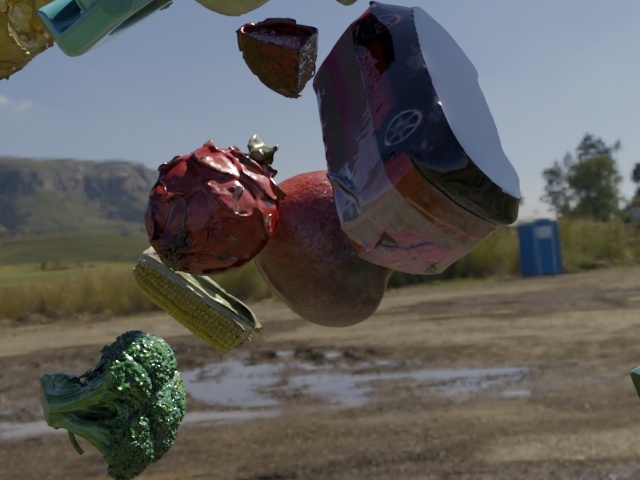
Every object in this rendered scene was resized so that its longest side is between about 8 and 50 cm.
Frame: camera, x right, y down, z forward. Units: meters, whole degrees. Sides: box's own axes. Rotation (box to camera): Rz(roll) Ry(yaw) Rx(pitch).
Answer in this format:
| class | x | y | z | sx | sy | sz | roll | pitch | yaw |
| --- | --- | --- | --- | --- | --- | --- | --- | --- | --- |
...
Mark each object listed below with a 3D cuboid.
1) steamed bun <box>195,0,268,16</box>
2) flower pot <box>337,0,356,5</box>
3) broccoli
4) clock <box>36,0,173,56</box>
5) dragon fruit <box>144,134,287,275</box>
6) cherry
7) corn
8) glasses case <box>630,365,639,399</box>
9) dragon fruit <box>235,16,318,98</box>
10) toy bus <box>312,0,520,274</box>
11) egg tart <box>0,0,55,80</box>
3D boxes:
| class | x | y | z | sx | sy | sz | roll | pitch | yaw |
| --- | --- | --- | --- | --- | --- | --- | --- | --- | --- |
| steamed bun | -0.225 | -0.718 | 2.251 | 0.324 | 0.206 | 0.324 | 25 | -22 | 11 |
| flower pot | 0.087 | -0.669 | 1.971 | 0.164 | 0.254 | 0.367 | 36 | -4 | -2 |
| broccoli | -0.336 | 0.265 | 1.511 | 0.242 | 0.261 | 0.269 | -2 | 33 | -26 |
| clock | -0.231 | -0.353 | 1.200 | 0.274 | 0.094 | 0.223 | -19 | 20 | 51 |
| dragon fruit | -0.141 | -0.041 | 1.182 | 0.209 | 0.172 | 0.172 | -44 | 22 | -29 |
| cherry | 0.007 | 0.002 | 1.372 | 0.239 | 0.239 | 0.206 | -4 | 4 | 7 |
| corn | -0.268 | 0.128 | 1.983 | 0.305 | 0.123 | 0.122 | 38 | 3 | 8 |
| glasses case | 0.527 | 0.233 | 1.317 | 0.039 | 0.077 | 0.184 | -30 | 16 | -13 |
| dragon fruit | -0.090 | -0.382 | 1.882 | 0.161 | 0.127 | 0.120 | 20 | 34 | 8 |
| toy bus | 0.082 | -0.099 | 0.862 | 0.127 | 0.302 | 0.147 | 29 | -57 | -28 |
| egg tart | -0.517 | -0.411 | 1.557 | 0.120 | 0.315 | 0.315 | 19 | 9 | 20 |
